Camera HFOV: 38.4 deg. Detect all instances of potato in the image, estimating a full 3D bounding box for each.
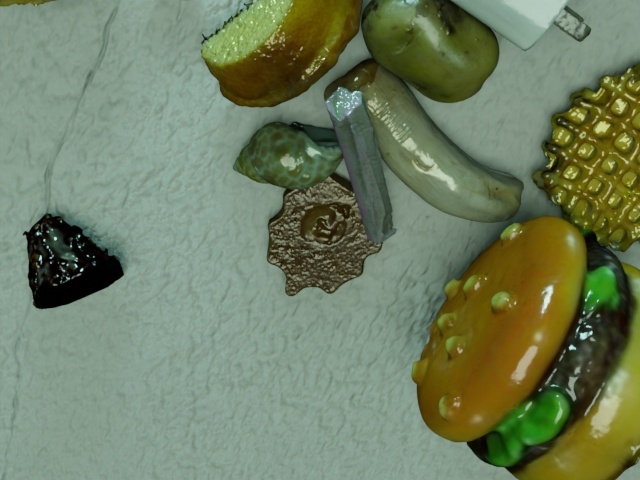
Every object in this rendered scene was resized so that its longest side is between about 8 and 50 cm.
[{"bbox_3d":[0.152,-0.282,1.300,0.200,0.155,0.137,30,112,-15],"label":"potato"}]

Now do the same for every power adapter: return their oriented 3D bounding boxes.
[{"bbox_3d":[0.258,-0.355,1.248,0.255,0.187,0.124,31,116,-10],"label":"power adapter"}]

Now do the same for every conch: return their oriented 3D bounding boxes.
[{"bbox_3d":[-0.042,-0.127,1.390,0.172,0.116,0.106,-5,130,-10],"label":"conch"}]

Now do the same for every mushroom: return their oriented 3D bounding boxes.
[{"bbox_3d":[0.159,-0.139,1.392,0.351,0.095,0.123,38,91,-14],"label":"mushroom"}]

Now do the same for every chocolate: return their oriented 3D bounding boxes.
[{"bbox_3d":[-0.410,0.019,1.464,0.156,0.156,0.133,-28,81,12],"label":"chocolate"}]

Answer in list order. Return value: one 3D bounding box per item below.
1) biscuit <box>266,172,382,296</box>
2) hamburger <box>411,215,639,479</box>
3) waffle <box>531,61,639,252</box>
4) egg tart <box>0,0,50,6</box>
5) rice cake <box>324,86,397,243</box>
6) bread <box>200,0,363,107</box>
[{"bbox_3d":[0.000,-0.001,1.478,0.182,0.034,0.215,29,108,-11],"label":"biscuit"},{"bbox_3d":[0.313,0.152,1.364,0.277,0.396,0.396,31,109,-8],"label":"hamburger"},{"bbox_3d":[0.493,-0.125,1.401,0.329,0.062,0.329,1,110,2],"label":"waffle"},{"bbox_3d":[-0.416,-0.487,1.234,0.351,0.153,0.340,20,111,-7],"label":"egg tart"},{"bbox_3d":[0.063,-0.104,1.359,0.049,0.055,0.270,12,138,33],"label":"rice cake"},{"bbox_3d":[-0.053,-0.269,1.289,0.260,0.134,0.129,-35,136,21],"label":"bread"}]
